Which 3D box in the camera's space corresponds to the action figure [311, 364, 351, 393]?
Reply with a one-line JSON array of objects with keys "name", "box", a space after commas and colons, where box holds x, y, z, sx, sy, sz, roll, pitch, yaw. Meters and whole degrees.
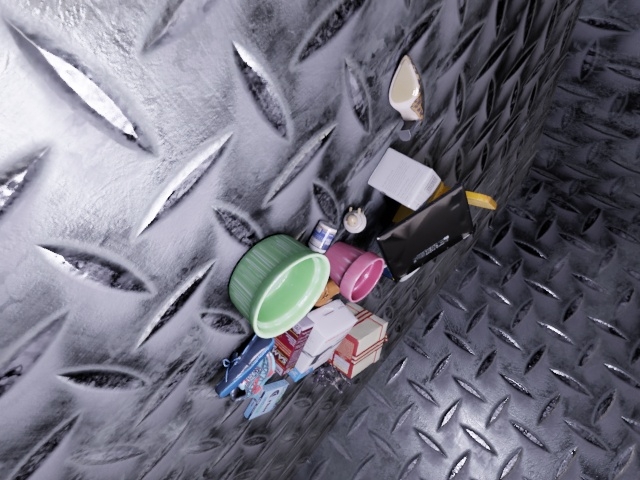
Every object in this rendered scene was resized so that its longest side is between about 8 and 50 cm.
[{"name": "action figure", "box": [0.044, 0.715, 2.147, 0.164, 0.141, 0.276, -45, 125, 1]}]

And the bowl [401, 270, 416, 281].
[{"name": "bowl", "box": [0.454, 0.055, 2.006, 0.298, 0.134, 0.297, -38, 156, -20]}]

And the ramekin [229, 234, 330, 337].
[{"name": "ramekin", "box": [-0.127, 0.129, 1.212, 0.303, 0.148, 0.303, -37, 148, -28]}]

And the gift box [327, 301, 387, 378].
[{"name": "gift box", "box": [0.147, 0.470, 1.908, 0.258, 0.255, 0.276, -19, 131, -45]}]

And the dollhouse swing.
[{"name": "dollhouse swing", "box": [0.582, -0.116, 1.854, 0.347, 0.305, 0.315, 7, 115, -60]}]

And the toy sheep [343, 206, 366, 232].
[{"name": "toy sheep", "box": [0.126, -0.070, 1.447, 0.091, 0.091, 0.132, -57, 157, 5]}]

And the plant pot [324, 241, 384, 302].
[{"name": "plant pot", "box": [0.111, 0.102, 1.510, 0.201, 0.180, 0.201, -36, 147, -28]}]

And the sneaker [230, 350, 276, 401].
[{"name": "sneaker", "box": [-0.256, 0.505, 1.486, 0.125, 0.104, 0.261, -5, 126, -52]}]

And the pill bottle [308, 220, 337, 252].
[{"name": "pill bottle", "box": [0.000, 0.000, 1.348, 0.067, 0.067, 0.120, 6, 116, -58]}]

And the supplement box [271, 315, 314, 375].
[{"name": "supplement box", "box": [-0.127, 0.372, 1.503, 0.073, 0.130, 0.239, -10, 128, -52]}]

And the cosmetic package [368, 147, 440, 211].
[{"name": "cosmetic package", "box": [0.304, -0.214, 1.447, 0.151, 0.184, 0.151, -59, 152, 9]}]

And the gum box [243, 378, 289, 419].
[{"name": "gum box", "box": [-0.241, 0.713, 1.804, 0.156, 0.041, 0.184, -59, 151, 10]}]

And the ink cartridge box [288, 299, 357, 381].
[{"name": "ink cartridge box", "box": [-0.014, 0.416, 1.675, 0.223, 0.129, 0.307, -17, 145, -47]}]

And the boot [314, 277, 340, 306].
[{"name": "boot", "box": [0.028, 0.184, 1.589, 0.197, 0.073, 0.152, -59, 151, 9]}]

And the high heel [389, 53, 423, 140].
[{"name": "high heel", "box": [0.285, -0.474, 1.276, 0.186, 0.093, 0.261, -58, 149, -44]}]

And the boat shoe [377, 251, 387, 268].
[{"name": "boat shoe", "box": [0.270, 0.124, 1.897, 0.228, 0.079, 0.081, -31, 152, -25]}]

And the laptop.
[{"name": "laptop", "box": [0.389, -0.029, 1.631, 0.382, 0.236, 0.407, -33, 130, -3]}]

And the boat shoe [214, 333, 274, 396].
[{"name": "boat shoe", "box": [-0.272, 0.423, 1.394, 0.258, 0.089, 0.109, -43, 164, -29]}]
